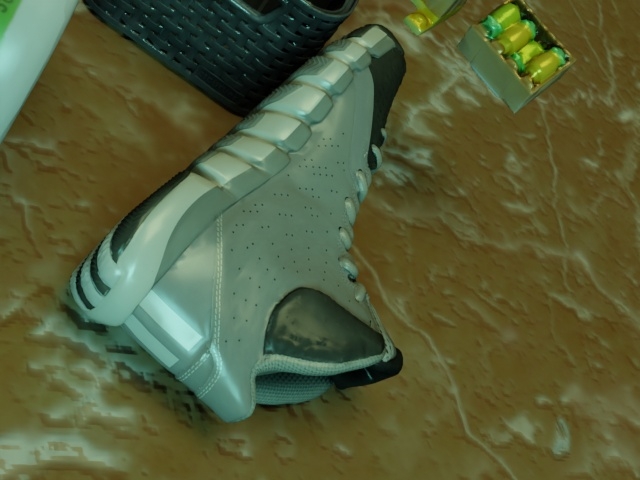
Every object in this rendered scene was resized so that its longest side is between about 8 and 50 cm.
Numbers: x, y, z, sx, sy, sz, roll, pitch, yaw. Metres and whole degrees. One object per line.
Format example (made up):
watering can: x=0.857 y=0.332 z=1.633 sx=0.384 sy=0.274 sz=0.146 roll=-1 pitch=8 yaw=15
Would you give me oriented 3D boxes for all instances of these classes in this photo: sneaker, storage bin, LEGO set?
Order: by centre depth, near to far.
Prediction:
sneaker: x=0.000 y=0.000 z=0.535 sx=0.132 sy=0.086 sz=0.228 roll=47 pitch=51 yaw=-4
LEGO set: x=0.059 y=-0.211 z=0.597 sx=0.132 sy=0.107 sz=0.287 roll=7 pitch=53 yaw=-35
storage bin: x=-0.035 y=-0.169 z=0.633 sx=0.122 sy=0.084 sz=0.180 roll=35 pitch=43 yaw=-11

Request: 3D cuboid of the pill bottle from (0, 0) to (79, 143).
pill bottle: x=-0.211 y=-0.131 z=0.420 sx=0.246 sy=0.136 sz=0.136 roll=27 pitch=44 yaw=-18
